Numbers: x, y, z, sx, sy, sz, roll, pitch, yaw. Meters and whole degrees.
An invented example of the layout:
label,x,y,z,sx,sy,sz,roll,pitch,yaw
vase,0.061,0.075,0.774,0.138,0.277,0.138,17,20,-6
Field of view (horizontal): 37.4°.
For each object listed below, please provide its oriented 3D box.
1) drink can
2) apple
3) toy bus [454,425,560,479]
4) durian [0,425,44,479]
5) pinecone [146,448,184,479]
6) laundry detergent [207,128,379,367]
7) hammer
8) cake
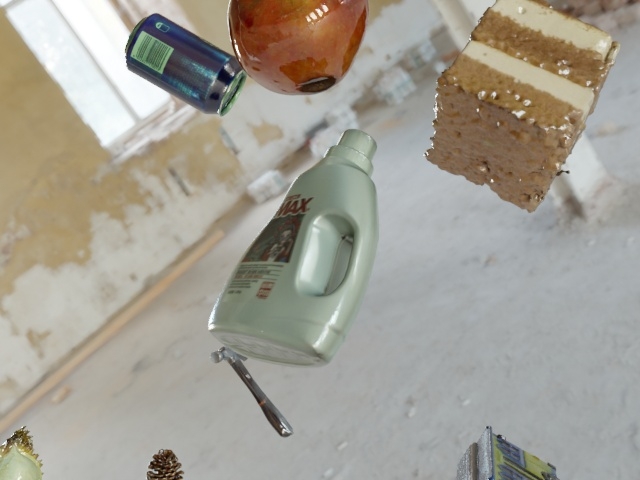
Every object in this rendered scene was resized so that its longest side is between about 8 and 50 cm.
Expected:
label,x,y,z,sx,sy,sz,roll,pitch,yaw
drink can,-0.237,-0.307,1.666,0.118,0.204,0.118,-59,-3,-5
apple,-0.030,-0.334,1.455,0.230,0.230,0.230,-32,16,10
toy bus,0.315,0.442,1.594,0.138,0.175,0.287,-61,-5,10
durian,-0.724,0.557,2.186,0.252,0.144,0.139,-58,-21,-12
pinecone,-0.405,0.602,2.478,0.102,0.102,0.109,-58,-13,-55
laundry detergent,0.000,0.000,1.489,0.263,0.124,0.398,0,57,48
hammer,-0.165,0.392,2.464,0.037,0.290,0.137,-42,-10,23
cake,0.365,-0.261,1.749,0.290,0.282,0.256,-59,-11,-28
